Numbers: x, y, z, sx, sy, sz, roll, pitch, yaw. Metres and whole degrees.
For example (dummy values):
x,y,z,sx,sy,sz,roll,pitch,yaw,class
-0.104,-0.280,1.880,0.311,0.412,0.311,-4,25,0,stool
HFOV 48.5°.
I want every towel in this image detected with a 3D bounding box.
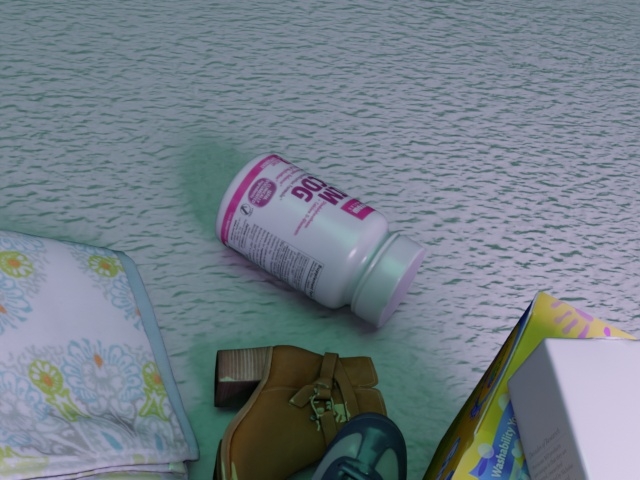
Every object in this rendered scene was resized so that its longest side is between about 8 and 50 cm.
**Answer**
x,y,z,sx,sy,sz,roll,pitch,yaw,class
-0.322,0.133,0.829,0.321,0.090,0.374,18,34,-50,towel

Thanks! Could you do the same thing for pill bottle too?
x,y,z,sx,sy,sz,roll,pitch,yaw,class
0.000,0.000,1.051,0.283,0.160,0.160,30,53,14,pill bottle

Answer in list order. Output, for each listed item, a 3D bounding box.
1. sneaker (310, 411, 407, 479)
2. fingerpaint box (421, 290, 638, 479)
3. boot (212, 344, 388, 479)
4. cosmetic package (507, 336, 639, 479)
x,y,z,sx,sy,sz,roll,pitch,yaw,class
0.011,0.330,0.746,0.112,0.131,0.319,22,73,10,sneaker
0.144,0.332,0.673,0.163,0.371,0.445,28,52,13,fingerpaint box
-0.022,0.258,0.891,0.220,0.109,0.283,4,44,-11,boot
0.225,0.189,0.511,0.117,0.085,0.231,4,51,-10,cosmetic package
